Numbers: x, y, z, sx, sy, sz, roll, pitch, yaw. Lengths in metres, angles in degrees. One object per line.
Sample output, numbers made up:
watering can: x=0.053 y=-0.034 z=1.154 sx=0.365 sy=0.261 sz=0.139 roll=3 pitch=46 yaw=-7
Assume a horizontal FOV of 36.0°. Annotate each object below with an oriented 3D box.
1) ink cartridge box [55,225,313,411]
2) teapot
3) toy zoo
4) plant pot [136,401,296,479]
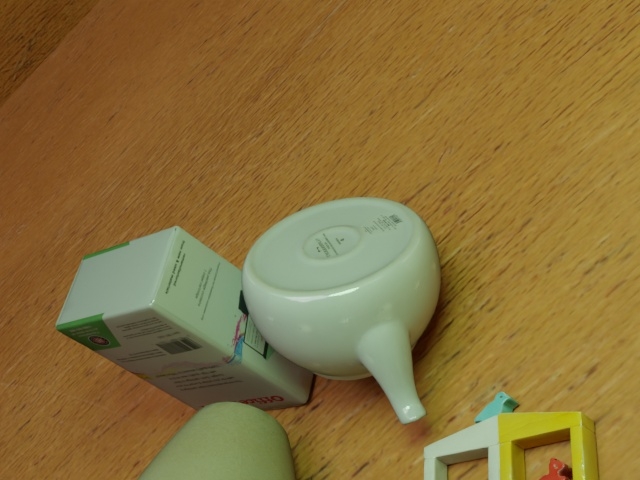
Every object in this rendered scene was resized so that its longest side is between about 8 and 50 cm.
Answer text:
ink cartridge box: x=-0.163 y=0.116 z=1.280 sx=0.201 sy=0.278 sz=0.117 roll=-15 pitch=49 yaw=40
teapot: x=0.033 y=0.077 z=1.185 sx=0.253 sy=0.187 sz=0.256 roll=2 pitch=35 yaw=28
toy zoo: x=0.185 y=0.285 z=0.971 sx=0.192 sy=0.030 sz=0.293 roll=-22 pitch=48 yaw=36
plant pot: x=-0.124 y=0.330 z=1.131 sx=0.256 sy=0.256 sz=0.274 roll=-29 pitch=27 yaw=30
